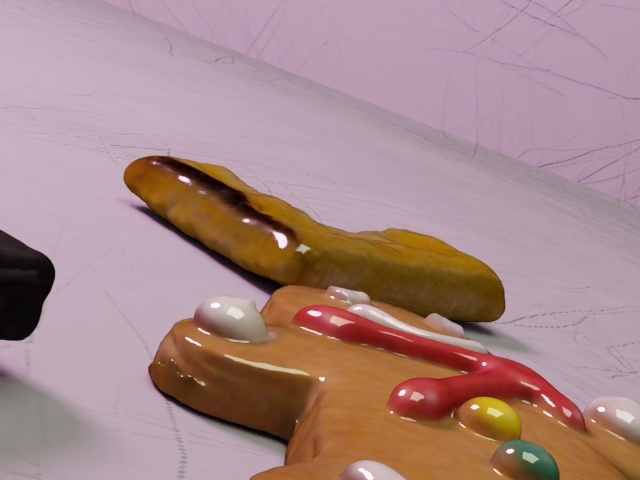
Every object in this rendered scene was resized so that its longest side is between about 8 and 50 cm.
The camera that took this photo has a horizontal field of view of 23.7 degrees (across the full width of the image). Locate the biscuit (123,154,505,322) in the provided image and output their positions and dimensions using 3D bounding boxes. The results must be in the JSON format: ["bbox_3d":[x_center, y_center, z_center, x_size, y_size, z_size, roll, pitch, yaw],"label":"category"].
[{"bbox_3d":[0.000,0.000,0.876,0.183,0.039,0.174,12,10,-38],"label":"biscuit"}]

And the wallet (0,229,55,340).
[{"bbox_3d":[-0.286,-0.043,0.513,0.377,0.051,0.197,23,12,26],"label":"wallet"}]

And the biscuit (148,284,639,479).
[{"bbox_3d":[0.045,0.066,0.569,0.216,0.047,0.340,19,10,-8],"label":"biscuit"}]
